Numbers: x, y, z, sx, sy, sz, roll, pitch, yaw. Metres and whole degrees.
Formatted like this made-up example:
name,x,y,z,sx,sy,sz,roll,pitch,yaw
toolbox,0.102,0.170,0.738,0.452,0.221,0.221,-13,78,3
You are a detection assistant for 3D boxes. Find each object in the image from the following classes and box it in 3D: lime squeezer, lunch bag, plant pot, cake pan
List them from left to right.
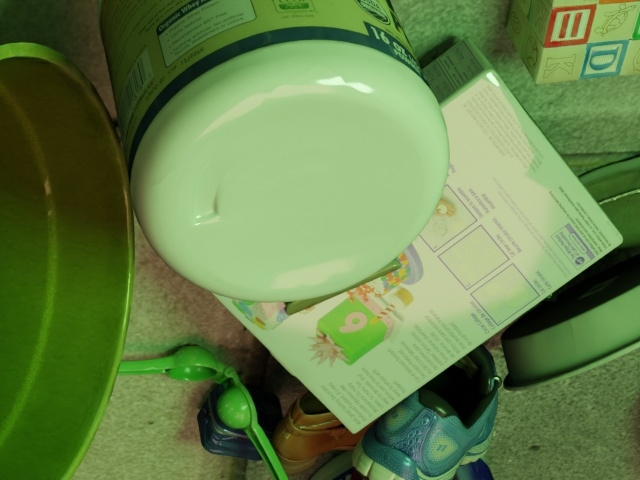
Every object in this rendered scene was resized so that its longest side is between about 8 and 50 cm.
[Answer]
name,x,y,z,sx,sy,sz,roll,pitch,yaw
plant pot,-0.384,0.026,1.041,0.353,0.366,0.366,5,142,18
lime squeezer,-0.119,0.181,1.475,0.310,0.110,0.059,37,130,-10
lunch bag,-0.093,0.206,1.563,0.098,0.067,0.065,13,129,-29
cake pan,0.317,0.072,1.461,0.293,0.054,0.293,-28,180,0

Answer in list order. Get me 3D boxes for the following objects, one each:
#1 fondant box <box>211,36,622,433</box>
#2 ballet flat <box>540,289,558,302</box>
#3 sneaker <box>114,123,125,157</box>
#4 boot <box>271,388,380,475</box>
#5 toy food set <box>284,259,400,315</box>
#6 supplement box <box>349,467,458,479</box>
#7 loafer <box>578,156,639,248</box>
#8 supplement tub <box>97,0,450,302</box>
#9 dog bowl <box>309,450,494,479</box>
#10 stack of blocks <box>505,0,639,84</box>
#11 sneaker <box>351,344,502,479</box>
name,x,y,z,sx,sy,sz,roll,pitch,yaw
fondant box,0.084,0.001,1.296,0.330,0.096,0.238,-37,119,10
ballet flat,0.190,0.073,1.522,0.173,0.049,0.057,-29,144,35
sneaker,-0.131,-0.066,1.251,0.237,0.086,0.085,-15,140,-2
boot,0.034,0.183,1.522,0.197,0.073,0.152,-33,159,-30
toy food set,0.000,0.000,1.170,0.132,0.038,0.192,-22,158,1
supplement box,0.083,0.329,1.595,0.104,0.080,0.188,4,128,-18
loafer,0.349,-0.037,1.447,0.251,0.087,0.094,-29,137,11
supplement tub,-0.048,-0.134,1.033,0.228,0.316,0.228,-9,136,-9
dog bowl,0.108,0.368,1.778,0.265,0.104,0.265,-10,137,-10
stack of blocks,0.275,-0.283,1.162,0.171,0.087,0.297,-8,137,-12
sneaker,0.147,0.167,1.465,0.130,0.330,0.147,33,110,7
